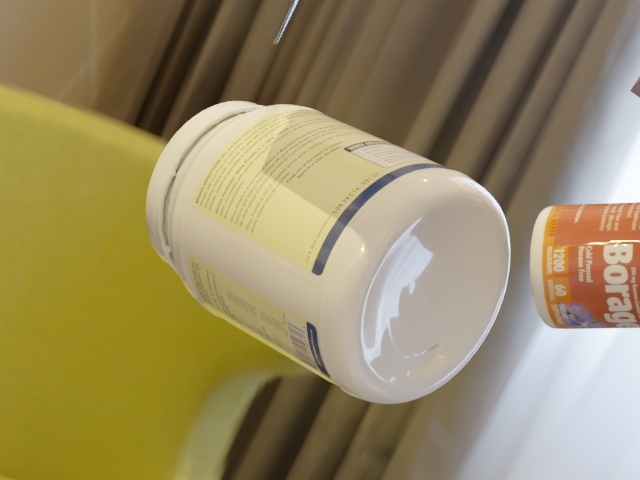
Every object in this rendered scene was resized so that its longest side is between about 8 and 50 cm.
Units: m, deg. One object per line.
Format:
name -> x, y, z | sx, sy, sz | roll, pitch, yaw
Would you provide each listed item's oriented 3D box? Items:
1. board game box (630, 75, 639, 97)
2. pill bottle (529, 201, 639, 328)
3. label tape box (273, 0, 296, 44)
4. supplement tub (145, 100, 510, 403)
board game box -> 0.386, -0.101, 1.564 | 0.141, 0.048, 0.170 | 29, 5, -30
pill bottle -> 0.316, 0.023, 1.606 | 0.216, 0.121, 0.121 | -3, 9, 24
label tape box -> 0.007, -0.381, 1.596 | 0.106, 0.333, 0.240 | 28, 51, -7
supplement tub -> 0.000, 0.000, 1.693 | 0.235, 0.235, 0.325 | 4, 17, -45
